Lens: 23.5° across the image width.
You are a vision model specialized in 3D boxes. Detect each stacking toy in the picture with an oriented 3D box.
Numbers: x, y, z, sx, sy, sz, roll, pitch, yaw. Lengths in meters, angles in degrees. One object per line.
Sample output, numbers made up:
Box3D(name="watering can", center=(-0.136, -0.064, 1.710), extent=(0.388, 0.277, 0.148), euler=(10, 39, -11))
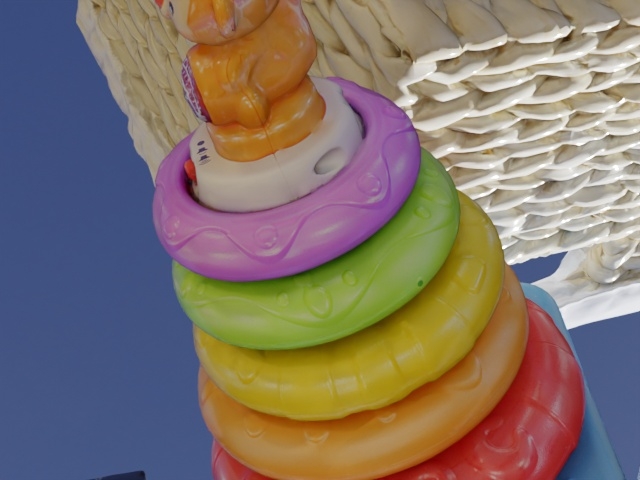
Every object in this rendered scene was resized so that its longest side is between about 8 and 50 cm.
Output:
Box3D(name="stacking toy", center=(0.000, 0.000, 0.596), extent=(0.166, 0.175, 0.301), euler=(-19, -53, 6))

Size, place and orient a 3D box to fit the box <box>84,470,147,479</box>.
Box3D(name="box", center=(-0.133, 0.163, 0.586), extent=(0.156, 0.158, 0.093), euler=(-9, -82, -8))

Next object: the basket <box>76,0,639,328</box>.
Box3D(name="basket", center=(0.074, -0.133, 0.884), extent=(0.331, 0.328, 0.266), euler=(61, -30, 31))

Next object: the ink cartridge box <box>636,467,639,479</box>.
Box3D(name="ink cartridge box", center=(0.285, 0.135, 0.722), extent=(0.166, 0.285, 0.394), euler=(7, -101, 43))
